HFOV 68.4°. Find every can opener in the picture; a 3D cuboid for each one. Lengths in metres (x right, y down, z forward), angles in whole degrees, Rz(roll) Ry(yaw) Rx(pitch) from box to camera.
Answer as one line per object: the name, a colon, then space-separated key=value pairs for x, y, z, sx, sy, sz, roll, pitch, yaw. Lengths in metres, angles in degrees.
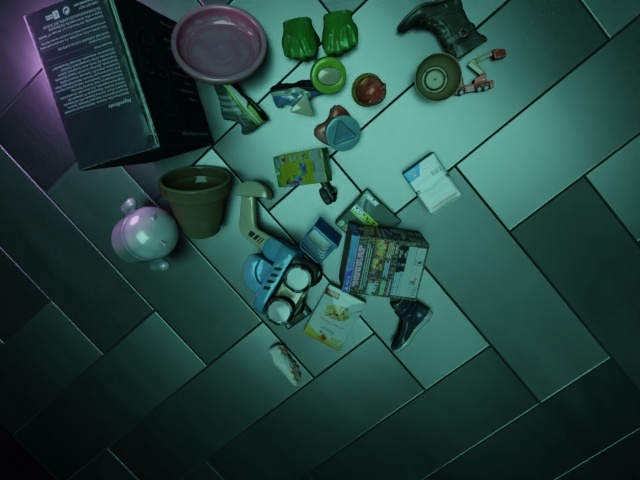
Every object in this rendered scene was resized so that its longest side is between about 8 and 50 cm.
can opener: x=0.011 y=-0.227 z=1.812 sx=0.073 sy=0.059 sz=0.186 roll=-24 pitch=99 yaw=11

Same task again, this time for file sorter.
file sorter: x=0.000 y=0.000 z=1.806 sx=0.118 sy=0.170 sz=0.104 roll=42 pitch=105 yaw=-4

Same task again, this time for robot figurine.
robot figurine: x=-0.668 y=-0.016 z=1.794 sx=0.353 sy=0.200 sz=0.300 roll=-14 pitch=107 yaw=52

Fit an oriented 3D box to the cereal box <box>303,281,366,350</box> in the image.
cereal box: x=0.057 y=0.311 z=1.929 sx=0.173 sy=0.047 sz=0.240 roll=27 pitch=103 yaw=-1

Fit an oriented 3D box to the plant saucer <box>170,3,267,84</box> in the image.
plant saucer: x=-0.357 y=-0.684 z=1.677 sx=0.332 sy=0.084 sz=0.332 roll=2 pitch=71 yaw=-6

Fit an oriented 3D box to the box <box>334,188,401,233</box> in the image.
box: x=0.185 y=-0.074 z=1.835 sx=0.191 sy=0.045 sz=0.184 roll=43 pitch=106 yaw=-5

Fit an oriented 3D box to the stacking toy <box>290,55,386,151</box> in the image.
stacking toy: x=0.068 y=-0.488 z=1.675 sx=0.280 sy=0.130 sz=0.309 roll=27 pitch=105 yaw=-20

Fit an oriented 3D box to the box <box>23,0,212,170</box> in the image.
box: x=-0.637 y=-0.513 z=1.599 sx=0.297 sy=0.480 sz=0.471 roll=-15 pitch=100 yaw=10

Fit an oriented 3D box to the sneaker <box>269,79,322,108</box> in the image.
sneaker: x=-0.078 y=-0.545 z=1.754 sx=0.211 sy=0.080 sz=0.081 roll=-5 pitch=129 yaw=4

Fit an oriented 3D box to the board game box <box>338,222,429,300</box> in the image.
board game box: x=0.233 y=0.080 z=1.781 sx=0.291 sy=0.141 sz=0.232 roll=8 pitch=110 yaw=-5

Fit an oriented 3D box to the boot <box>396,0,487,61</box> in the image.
boot: x=0.425 y=-0.725 z=1.648 sx=0.263 sy=0.091 sz=0.229 roll=-26 pitch=99 yaw=10

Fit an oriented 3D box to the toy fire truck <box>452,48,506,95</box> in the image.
toy fire truck: x=0.564 y=-0.599 z=1.683 sx=0.192 sy=0.047 sz=0.135 roll=-8 pitch=101 yaw=8

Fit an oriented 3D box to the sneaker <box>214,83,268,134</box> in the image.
sneaker: x=-0.343 y=-0.521 z=1.761 sx=0.300 sy=0.111 sz=0.121 roll=45 pitch=107 yaw=-3

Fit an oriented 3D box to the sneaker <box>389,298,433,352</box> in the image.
sneaker: x=0.316 y=0.323 z=1.879 sx=0.163 sy=0.086 sz=0.226 roll=37 pitch=94 yaw=-14

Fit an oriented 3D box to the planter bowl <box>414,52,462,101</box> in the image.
planter bowl: x=0.411 y=-0.573 z=1.671 sx=0.162 sy=0.109 sz=0.162 roll=1 pitch=104 yaw=6

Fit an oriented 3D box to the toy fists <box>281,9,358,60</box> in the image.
toy fists: x=-0.003 y=-0.721 z=1.690 sx=0.279 sy=0.096 sz=0.142 roll=-5 pitch=89 yaw=8

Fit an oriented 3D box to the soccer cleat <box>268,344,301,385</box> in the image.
soccer cleat: x=-0.150 y=0.529 z=1.993 sx=0.076 sy=0.068 sz=0.196 roll=-24 pitch=98 yaw=25

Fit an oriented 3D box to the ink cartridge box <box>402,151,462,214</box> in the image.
ink cartridge box: x=0.416 y=-0.214 z=1.763 sx=0.140 sy=0.082 sz=0.190 roll=-35 pitch=98 yaw=12

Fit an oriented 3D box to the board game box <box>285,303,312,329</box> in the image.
board game box: x=-0.140 y=0.262 z=1.949 sx=0.126 sy=0.026 sz=0.186 roll=-35 pitch=96 yaw=11

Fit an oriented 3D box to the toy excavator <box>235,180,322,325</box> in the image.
toy excavator: x=-0.202 y=0.045 z=1.813 sx=0.445 sy=0.222 sz=0.433 roll=31 pitch=98 yaw=8

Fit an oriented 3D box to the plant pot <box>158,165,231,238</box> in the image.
plant pot: x=-0.468 y=-0.136 z=1.799 sx=0.263 sy=0.263 sz=0.229 roll=5 pitch=119 yaw=5

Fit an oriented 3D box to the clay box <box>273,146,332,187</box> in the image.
clay box: x=-0.070 y=-0.274 z=1.785 sx=0.222 sy=0.053 sz=0.127 roll=-2 pitch=103 yaw=31
